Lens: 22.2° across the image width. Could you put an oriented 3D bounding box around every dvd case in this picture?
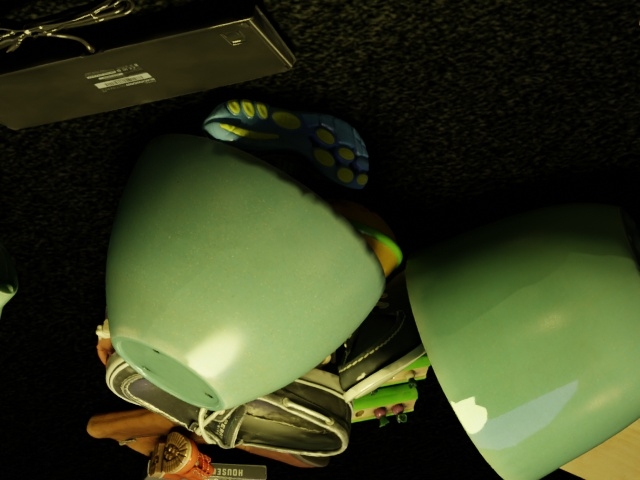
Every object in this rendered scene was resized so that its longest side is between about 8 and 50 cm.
[{"bbox_3d":[-0.186,0.366,2.537,0.179,0.029,0.238,4,167,-8],"label":"dvd case"}]

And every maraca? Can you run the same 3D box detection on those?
[{"bbox_3d":[0.000,0.000,1.795,0.186,0.099,0.127,16,152,-8],"label":"maraca"}]

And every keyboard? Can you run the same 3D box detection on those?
[{"bbox_3d":[-0.201,-0.176,1.511,0.317,0.033,0.201,-11,158,18],"label":"keyboard"}]

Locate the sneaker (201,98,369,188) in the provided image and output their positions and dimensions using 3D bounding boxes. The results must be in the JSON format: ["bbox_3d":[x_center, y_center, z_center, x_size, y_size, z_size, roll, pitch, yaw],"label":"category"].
[{"bbox_3d":[-0.034,-0.096,1.649,0.188,0.067,0.078,15,163,-24],"label":"sneaker"}]

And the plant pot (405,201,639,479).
[{"bbox_3d":[0.267,0.093,1.796,0.235,0.293,0.293,-26,146,17],"label":"plant pot"}]

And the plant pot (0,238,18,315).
[{"bbox_3d":[-0.444,0.041,1.708,0.196,0.293,0.293,-35,145,8],"label":"plant pot"}]

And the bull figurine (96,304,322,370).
[{"bbox_3d":[-0.131,0.117,2.024,0.310,0.101,0.188,-8,146,2],"label":"bull figurine"}]

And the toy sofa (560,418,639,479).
[{"bbox_3d":[0.402,0.263,2.309,0.150,0.177,0.362,-42,136,21],"label":"toy sofa"}]

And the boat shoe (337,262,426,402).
[{"bbox_3d":[0.071,0.096,1.815,0.114,0.091,0.302,-32,-179,17],"label":"boat shoe"}]

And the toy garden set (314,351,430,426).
[{"bbox_3d":[0.054,0.159,2.022,0.204,0.049,0.244,-8,138,-23],"label":"toy garden set"}]

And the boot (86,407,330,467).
[{"bbox_3d":[-0.158,0.291,2.378,0.280,0.096,0.264,-23,146,39],"label":"boot"}]

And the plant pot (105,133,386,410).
[{"bbox_3d":[-0.106,0.058,1.667,0.290,0.195,0.290,27,159,11],"label":"plant pot"}]

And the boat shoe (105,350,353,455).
[{"bbox_3d":[-0.110,0.197,1.940,0.301,0.102,0.108,13,128,-6],"label":"boat shoe"}]

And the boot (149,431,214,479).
[{"bbox_3d":[-0.185,0.311,2.312,0.085,0.059,0.158,15,163,-14],"label":"boot"}]
